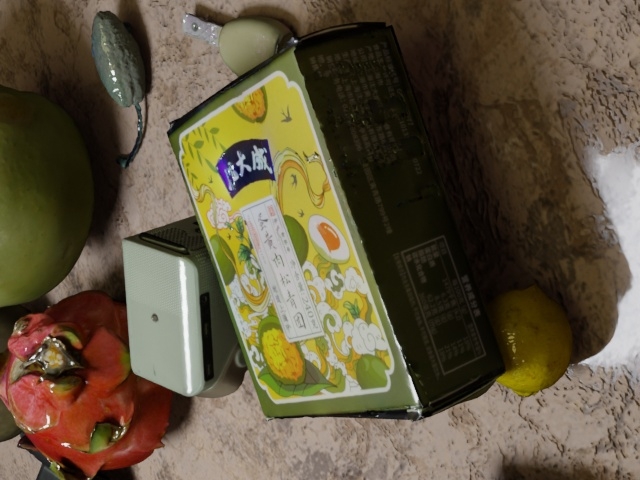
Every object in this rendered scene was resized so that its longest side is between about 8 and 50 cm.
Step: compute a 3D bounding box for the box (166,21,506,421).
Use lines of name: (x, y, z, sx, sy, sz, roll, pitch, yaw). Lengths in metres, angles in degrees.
box: (0.000, 0.000, 1.311, 0.373, 0.138, 0.420, -17, 91, 61)

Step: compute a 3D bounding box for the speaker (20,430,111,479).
speaker: (-0.477, 0.534, 1.923, 0.180, 0.184, 0.388, 21, 91, 32)

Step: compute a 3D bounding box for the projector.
projector: (-0.165, 0.093, 1.553, 0.163, 0.177, 0.242, 15, 114, 40)

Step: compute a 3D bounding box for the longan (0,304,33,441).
longan: (-0.568, 0.221, 1.942, 0.246, 0.215, 0.246, 54, 156, 36)

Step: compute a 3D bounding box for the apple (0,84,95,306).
apple: (-0.507, -0.073, 1.696, 0.357, 0.357, 0.357, 17, 116, 38)

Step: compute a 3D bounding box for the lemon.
lemon: (0.228, 0.114, 1.245, 0.109, 0.109, 0.133, 10, 106, 40)

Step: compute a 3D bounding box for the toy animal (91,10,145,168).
toy animal: (-0.288, -0.217, 1.640, 0.079, 0.070, 0.253, -117, 17, -57)

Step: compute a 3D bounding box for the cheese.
cheese: (-0.115, -0.263, 1.470, 0.192, 0.037, 0.097, 27, 121, 32)

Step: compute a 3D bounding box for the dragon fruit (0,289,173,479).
dragon fruit: (-0.392, 0.224, 1.740, 0.305, 0.226, 0.305, -2, 88, 42)
